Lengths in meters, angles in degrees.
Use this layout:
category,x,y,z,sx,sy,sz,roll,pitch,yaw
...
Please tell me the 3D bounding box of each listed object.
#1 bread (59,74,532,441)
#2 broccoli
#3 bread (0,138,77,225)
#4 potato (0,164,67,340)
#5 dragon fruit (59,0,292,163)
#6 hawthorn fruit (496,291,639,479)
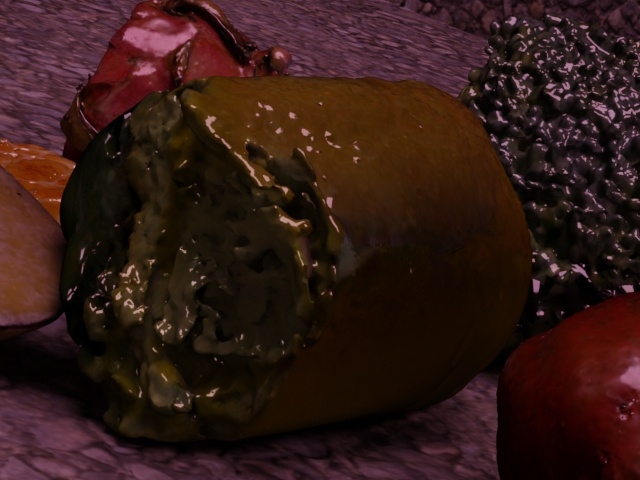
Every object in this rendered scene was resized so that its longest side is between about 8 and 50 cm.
category,x,y,z,sx,sy,sz,roll,pitch,yaw
bread,0.000,0.000,1.368,0.376,0.208,0.251,-2,64,-55
broccoli,0.199,-0.027,1.697,0.293,0.281,0.348,-5,55,-5
bread,-0.215,-0.023,1.552,0.188,0.068,0.125,27,18,35
potato,-0.311,0.002,1.280,0.299,0.116,0.239,24,22,-26
dragon fruit,-0.113,-0.108,1.715,0.147,0.211,0.282,24,19,11
hawthorn fruit,0.196,0.140,1.264,0.181,0.181,0.235,18,28,4
